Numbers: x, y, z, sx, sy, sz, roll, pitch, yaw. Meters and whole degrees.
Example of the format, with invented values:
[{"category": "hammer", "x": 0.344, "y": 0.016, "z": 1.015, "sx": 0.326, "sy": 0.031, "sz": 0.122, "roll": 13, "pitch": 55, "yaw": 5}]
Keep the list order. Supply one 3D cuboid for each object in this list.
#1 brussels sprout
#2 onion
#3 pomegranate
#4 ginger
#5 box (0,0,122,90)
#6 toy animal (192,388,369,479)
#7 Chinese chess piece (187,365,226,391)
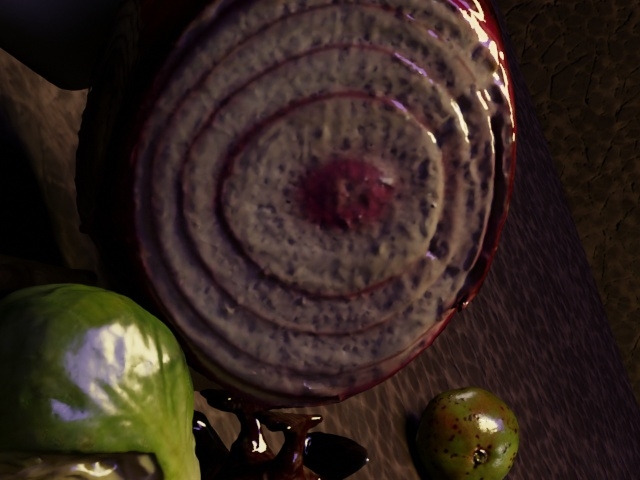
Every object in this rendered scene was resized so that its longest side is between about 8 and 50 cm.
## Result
[{"category": "brussels sprout", "x": -0.147, "y": 0.102, "z": 1.075, "sx": 0.183, "sy": 0.131, "sz": 0.145, "roll": 34, "pitch": 44, "yaw": -53}, {"category": "onion", "x": -0.030, "y": -0.072, "z": 1.182, "sx": 0.260, "sy": 0.282, "sz": 0.336, "roll": -133, "pitch": -136, "yaw": -66}, {"category": "pomegranate", "x": 0.150, "y": 0.205, "z": 1.867, "sx": 0.114, "sy": 0.114, "sz": 0.142, "roll": 61, "pitch": -6, "yaw": -18}, {"category": "ginger", "x": -0.200, "y": 0.027, "z": 1.180, "sx": 0.097, "sy": 0.048, "sz": 0.030, "roll": 5, "pitch": 102, "yaw": -40}, {"category": "box", "x": -0.187, "y": -0.315, "z": 1.123, "sx": 0.177, "sy": 0.352, "sz": 0.344, "roll": 34, "pitch": -2, "yaw": 28}, {"category": "toy animal", "x": -0.047, "y": 0.197, "z": 1.203, "sx": 0.116, "sy": 0.218, "sz": 0.179, "roll": 42, "pitch": 71, "yaw": -50}, {"category": "Chinese chess piece", "x": -0.081, "y": 0.081, "z": 1.307, "sx": 0.122, "sy": 0.122, "sz": 0.051, "roll": 31, "pitch": 57, "yaw": -62}]
